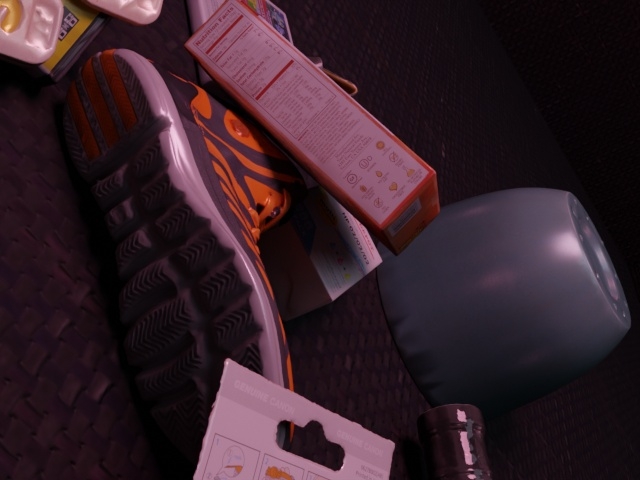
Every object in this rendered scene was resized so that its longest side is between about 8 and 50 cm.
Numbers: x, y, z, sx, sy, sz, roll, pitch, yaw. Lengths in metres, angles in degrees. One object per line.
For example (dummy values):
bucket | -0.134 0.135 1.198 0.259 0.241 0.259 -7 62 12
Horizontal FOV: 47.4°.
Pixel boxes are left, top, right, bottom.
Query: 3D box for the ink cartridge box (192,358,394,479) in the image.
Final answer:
ink cartridge box | -0.041 0.206 0.428 0.181 0.056 0.225 37 54 -41

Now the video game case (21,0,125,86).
video game case | -0.202 -0.292 0.502 0.248 0.035 0.275 45 66 -33

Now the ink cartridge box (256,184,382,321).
ink cartridge box | 0.000 0.000 0.739 0.104 0.061 0.181 63 26 -2

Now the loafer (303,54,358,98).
loafer | -0.024 -0.187 0.805 0.170 0.061 0.062 19 52 -54

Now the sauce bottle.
sauce bottle | 0.148 0.326 0.676 0.111 0.111 0.344 35 37 -44

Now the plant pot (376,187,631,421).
plant pot | 0.248 0.066 0.937 0.293 0.235 0.293 41 35 -38

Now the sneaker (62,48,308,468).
sneaker | -0.062 0.007 0.553 0.180 0.124 0.321 4 64 -59

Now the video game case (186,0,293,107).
video game case | -0.082 -0.222 0.829 0.183 0.023 0.201 23 47 -53

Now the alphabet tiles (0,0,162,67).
alphabet tiles | -0.208 -0.265 0.462 0.278 0.021 0.284 15 84 -40

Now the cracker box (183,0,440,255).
cracker box | -0.001 -0.094 0.647 0.232 0.067 0.156 45 1 14
